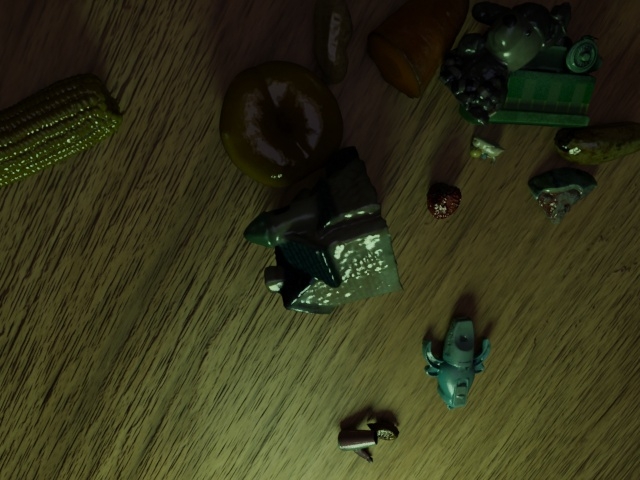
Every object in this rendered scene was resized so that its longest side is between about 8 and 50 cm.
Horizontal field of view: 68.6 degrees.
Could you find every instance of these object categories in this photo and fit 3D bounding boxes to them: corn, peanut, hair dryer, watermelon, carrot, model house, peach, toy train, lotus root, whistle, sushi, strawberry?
[{"bbox_3d":[-0.545,-0.193,0.878,0.345,0.131,0.131,-26,111,-1],"label":"corn"},{"bbox_3d":[0.027,-0.406,0.946,0.080,0.080,0.174,-5,113,-9],"label":"peanut"},{"bbox_3d":[0.119,0.579,1.312,0.106,0.053,0.154,-10,132,16],"label":"hair dryer"},{"bbox_3d":[0.609,-0.105,1.165,0.187,0.071,0.139,-8,114,-9],"label":"watermelon"},{"bbox_3d":[0.217,-0.421,0.950,0.225,0.159,0.159,-46,111,-5],"label":"carrot"},{"bbox_3d":[0.001,0.002,0.963,0.285,0.243,0.298,-22,139,2],"label":"model house"},{"bbox_3d":[-0.080,-0.234,0.946,0.252,0.153,0.250,-6,113,-15],"label":"peach"},{"bbox_3d":[0.458,-0.351,1.024,0.301,0.120,0.202,0,112,-11],"label":"toy train"},{"bbox_3d":[0.675,-0.231,1.108,0.259,0.110,0.097,-8,108,-7],"label":"lotus root"},{"bbox_3d":[0.365,0.333,1.258,0.187,0.093,0.273,0,105,-10],"label":"whistle"},{"bbox_3d":[0.182,0.527,1.310,0.099,0.047,0.050,29,116,-16],"label":"sushi"},{"bbox_3d":[0.287,-0.091,1.104,0.083,0.083,0.096,-18,140,-5],"label":"strawberry"}]

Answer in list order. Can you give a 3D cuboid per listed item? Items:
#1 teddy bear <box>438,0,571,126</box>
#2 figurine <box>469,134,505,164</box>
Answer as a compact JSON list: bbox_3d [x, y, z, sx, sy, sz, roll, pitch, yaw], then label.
[{"bbox_3d":[0.322,-0.363,0.881,0.144,0.171,0.250,-2,129,-56],"label":"teddy bear"},{"bbox_3d":[0.385,-0.211,1.098,0.084,0.047,0.050,19,114,-12],"label":"figurine"}]
